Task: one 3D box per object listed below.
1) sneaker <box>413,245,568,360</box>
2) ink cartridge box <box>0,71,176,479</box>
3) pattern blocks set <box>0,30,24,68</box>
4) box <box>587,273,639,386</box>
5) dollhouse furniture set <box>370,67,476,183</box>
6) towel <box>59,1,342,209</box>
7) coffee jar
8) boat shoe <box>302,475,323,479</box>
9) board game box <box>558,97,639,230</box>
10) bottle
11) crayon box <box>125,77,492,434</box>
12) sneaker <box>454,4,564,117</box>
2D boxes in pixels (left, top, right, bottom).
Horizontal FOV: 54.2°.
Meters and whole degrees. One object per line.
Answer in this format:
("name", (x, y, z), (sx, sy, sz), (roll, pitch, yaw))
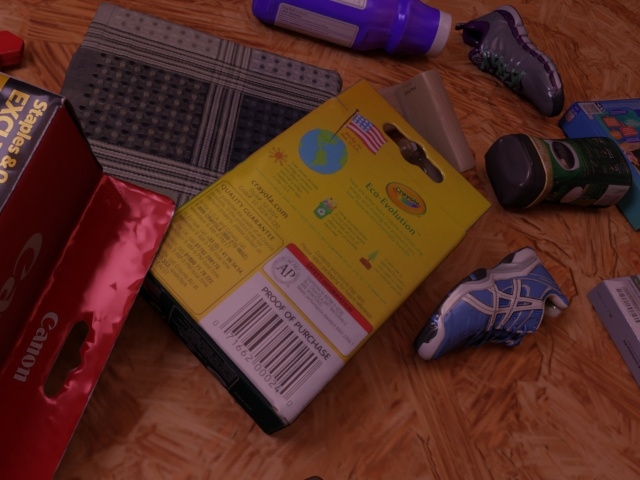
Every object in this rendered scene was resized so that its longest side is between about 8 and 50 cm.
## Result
("sneaker", (0.186, 0.075, 0.664), (0.211, 0.080, 0.081), (-25, 64, -31))
("ink cartridge box", (-0.284, 0.035, 0.418), (0.271, 0.130, 0.310), (20, 73, -1))
("pattern blocks set", (-0.469, -0.129, 0.606), (0.324, 0.026, 0.286), (-1, 54, -20))
("box", (0.436, 0.107, 0.759), (0.186, 0.038, 0.145), (-6, 58, -23))
("dollhouse furniture set", (0.133, -0.141, 0.748), (0.123, 0.151, 0.144), (-23, 91, -32))
("towel", (-0.139, -0.124, 0.719), (0.324, 0.056, 0.312), (15, 55, -12))
("coffee jar", (0.312, -0.091, 0.830), (0.184, 0.079, 0.096), (-1, 59, -21))
("boat shoe", (0.006, 0.307, 0.435), (0.095, 0.095, 0.258), (-18, 56, -14))
("board game box", (0.476, -0.120, 0.931), (0.160, 0.047, 0.210), (-8, 58, -25))
("bottle", (0.047, -0.336, 0.902), (0.282, 0.092, 0.118), (13, 53, -11))
("crayon box", (0.000, 0.000, 0.610), (0.202, 0.081, 0.318), (47, 61, 5))
("sneaker", (0.288, -0.266, 0.966), (0.098, 0.083, 0.224), (-16, 57, -3))
